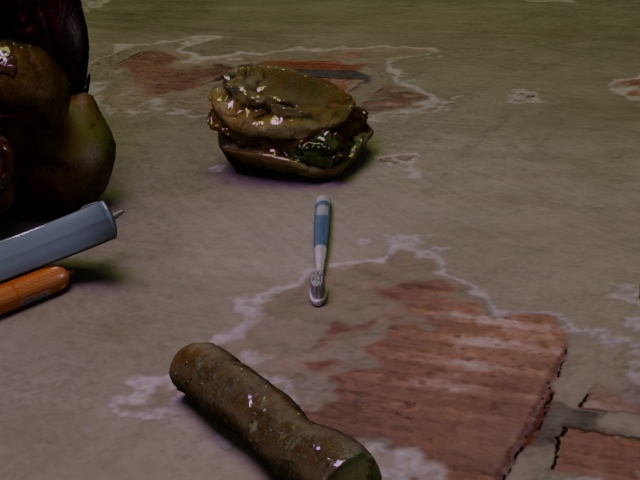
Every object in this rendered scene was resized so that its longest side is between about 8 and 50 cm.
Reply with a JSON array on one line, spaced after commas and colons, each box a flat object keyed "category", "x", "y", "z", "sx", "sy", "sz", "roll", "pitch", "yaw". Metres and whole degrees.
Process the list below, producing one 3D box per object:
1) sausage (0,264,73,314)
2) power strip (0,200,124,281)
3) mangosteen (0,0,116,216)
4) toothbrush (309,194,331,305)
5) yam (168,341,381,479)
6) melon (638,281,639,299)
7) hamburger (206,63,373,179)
[{"category": "sausage", "x": -0.302, "y": 0.050, "z": 1.312, "sx": 0.107, "sy": 0.031, "sz": 0.031, "roll": -23, "pitch": 29, "yaw": -39}, {"category": "power strip", "x": -0.298, "y": 0.007, "z": 1.326, "sx": 0.216, "sy": 0.044, "sz": 0.137, "roll": -23, "pitch": 3, "yaw": -23}, {"category": "mangosteen", "x": -0.435, "y": -0.207, "z": 1.517, "sx": 0.421, "sy": 0.381, "sz": 0.381, "roll": 26, "pitch": 36, "yaw": 29}, {"category": "toothbrush", "x": 0.000, "y": 0.000, "z": 1.377, "sx": 0.019, "sy": 0.025, "sz": 0.276, "roll": -4, "pitch": 23, "yaw": 3}, {"category": "yam", "x": -0.045, "y": 0.142, "z": 1.015, "sx": 0.061, "sy": 0.061, "sz": 0.253, "roll": -18, "pitch": 27, "yaw": -29}, {"category": "melon", "x": 0.384, "y": 0.105, "z": 0.946, "sx": 0.196, "sy": 0.124, "sz": 0.323, "roll": -20, "pitch": 22, "yaw": -34}, {"category": "hamburger", "x": -0.041, "y": -0.144, "z": 1.629, "sx": 0.206, "sy": 0.130, "sz": 0.183, "roll": 20, "pitch": 29, "yaw": 8}]
